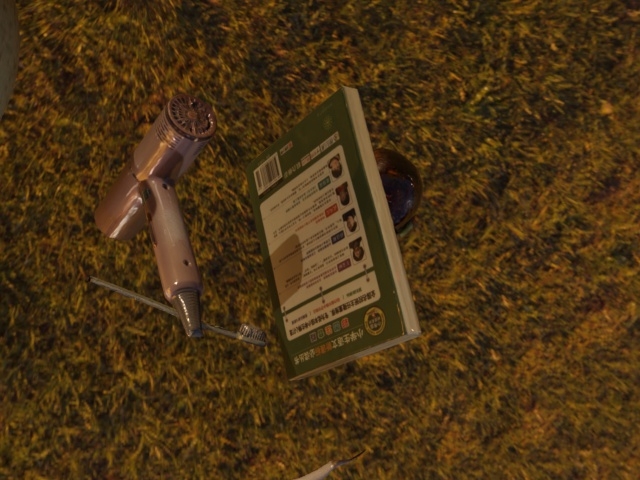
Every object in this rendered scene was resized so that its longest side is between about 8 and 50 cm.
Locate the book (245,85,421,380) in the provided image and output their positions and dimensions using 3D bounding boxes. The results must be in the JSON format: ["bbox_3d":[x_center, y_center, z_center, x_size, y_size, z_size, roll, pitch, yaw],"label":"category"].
[{"bbox_3d":[0.000,0.000,0.751,0.027,0.202,0.264,1,68,-40],"label":"book"}]

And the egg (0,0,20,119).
[{"bbox_3d":[-0.412,-0.143,0.546,0.287,0.287,0.379,55,50,-26],"label":"egg"}]

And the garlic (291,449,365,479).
[{"bbox_3d":[-0.032,0.465,0.856,0.246,0.231,0.340,-8,120,-14],"label":"garlic"}]

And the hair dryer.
[{"bbox_3d":[-0.149,0.007,0.665,0.053,0.220,0.195,5,149,-37],"label":"hair dryer"}]

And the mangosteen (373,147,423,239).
[{"bbox_3d":[0.112,-0.065,1.340,0.192,0.192,0.217,-27,118,-3],"label":"mangosteen"}]

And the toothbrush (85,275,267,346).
[{"bbox_3d":[-0.218,0.111,1.076,0.294,0.026,0.028,19,91,-14],"label":"toothbrush"}]
